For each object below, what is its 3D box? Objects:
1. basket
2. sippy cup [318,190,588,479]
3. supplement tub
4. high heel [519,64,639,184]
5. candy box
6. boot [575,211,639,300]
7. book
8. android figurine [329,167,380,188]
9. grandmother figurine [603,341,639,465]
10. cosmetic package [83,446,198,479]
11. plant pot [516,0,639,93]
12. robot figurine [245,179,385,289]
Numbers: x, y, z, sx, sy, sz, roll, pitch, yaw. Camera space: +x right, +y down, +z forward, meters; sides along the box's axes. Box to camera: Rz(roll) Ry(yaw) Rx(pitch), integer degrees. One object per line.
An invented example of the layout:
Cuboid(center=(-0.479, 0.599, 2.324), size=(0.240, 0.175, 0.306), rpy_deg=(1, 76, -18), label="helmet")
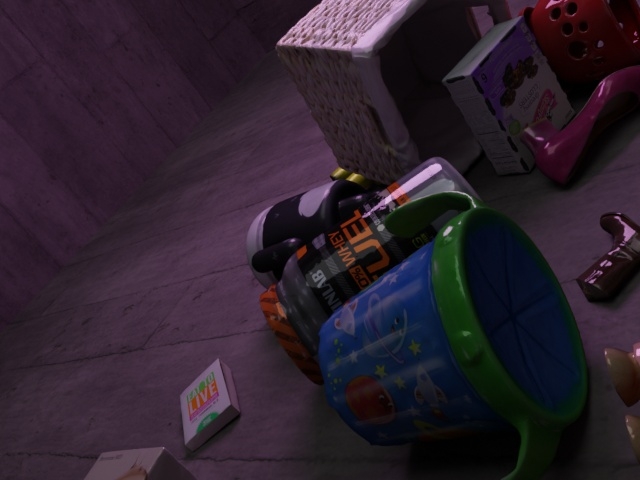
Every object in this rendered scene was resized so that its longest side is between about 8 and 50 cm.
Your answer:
Cuboid(center=(0.153, -0.304, 1.363), size=(0.266, 0.328, 0.331), rpy_deg=(18, 58, 46), label="basket")
Cuboid(center=(0.126, 0.113, 0.814), size=(0.224, 0.240, 0.305), rpy_deg=(-28, 18, 35), label="sippy cup")
Cuboid(center=(0.087, 0.048, 1.032), size=(0.316, 0.194, 0.194), rpy_deg=(-36, 22, 5), label="supplement tub")
Cuboid(center=(0.431, -0.174, 1.142), size=(0.244, 0.082, 0.117), rpy_deg=(-25, 51, -2), label="high heel")
Cuboid(center=(0.311, -0.233, 1.238), size=(0.165, 0.196, 0.070), rpy_deg=(-48, 24, -25), label="candy box")
Cuboid(center=(0.343, 0.020, 0.921), size=(0.114, 0.037, 0.106), rpy_deg=(-44, 21, -5), label="boot")
Cuboid(center=(-0.181, 0.264, 1.223), size=(0.096, 0.035, 0.144), rpy_deg=(-41, 24, 2), label="book")
Cuboid(center=(0.148, -0.197, 1.592), size=(0.272, 0.056, 0.248), rpy_deg=(-40, 22, -5), label="android figurine")
Cuboid(center=(0.412, 0.083, 0.599), size=(0.342, 0.104, 0.208), rpy_deg=(-20, 71, 23), label="grandmother figurine")
Cuboid(center=(-0.288, 0.424, 0.961), size=(0.160, 0.113, 0.309), rpy_deg=(-18, 30, 38), label="cosmetic package")
Cuboid(center=(0.442, -0.358, 1.302), size=(0.174, 0.191, 0.191), rpy_deg=(-26, 24, 37), label="plant pot")
Cuboid(center=(0.002, 0.002, 1.280), size=(0.278, 0.209, 0.174), rpy_deg=(-18, 51, 37), label="robot figurine")
